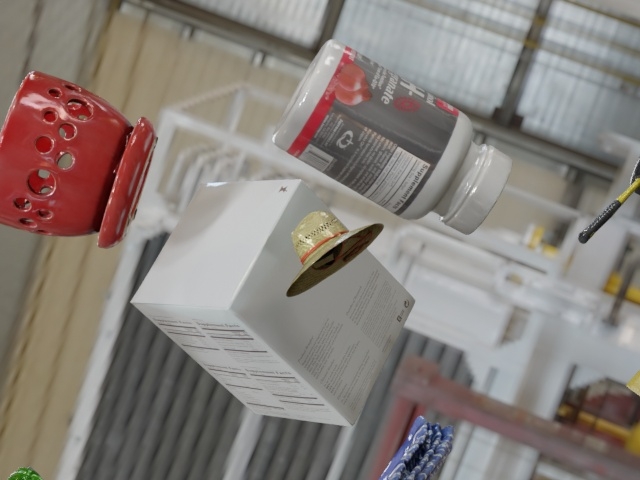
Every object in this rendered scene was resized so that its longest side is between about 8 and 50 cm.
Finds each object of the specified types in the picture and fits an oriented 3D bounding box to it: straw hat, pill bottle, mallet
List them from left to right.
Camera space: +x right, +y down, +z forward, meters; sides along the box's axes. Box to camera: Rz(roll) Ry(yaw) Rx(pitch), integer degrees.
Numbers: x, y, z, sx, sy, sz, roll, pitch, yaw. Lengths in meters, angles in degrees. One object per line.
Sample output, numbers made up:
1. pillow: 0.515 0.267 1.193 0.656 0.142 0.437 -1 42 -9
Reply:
1. straw hat: 0.000 0.000 1.775 0.144 0.061 0.144 -35 -11 -8
2. pill bottle: 0.106 -0.138 2.184 0.176 0.318 0.176 -59 7 13
3. mallet: 0.403 -0.059 2.040 0.189 0.039 0.062 -37 -27 -41

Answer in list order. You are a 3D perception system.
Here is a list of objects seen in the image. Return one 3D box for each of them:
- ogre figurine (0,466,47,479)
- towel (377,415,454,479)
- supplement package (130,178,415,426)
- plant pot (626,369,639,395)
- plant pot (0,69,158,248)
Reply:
1. ogre figurine: -0.401 0.352 1.942 0.197 0.118 0.097 -39 -42 -12
2. towel: -0.002 0.251 1.154 0.243 0.040 0.336 -51 -8 10
3. supplement package: -0.057 0.079 1.956 0.263 0.198 0.199 46 -120 -34
4. plant pot: 0.401 0.153 1.675 0.083 0.081 0.081 -56 -29 7
5. plant pot: -0.298 -0.092 1.844 0.191 0.174 0.191 -162 90 -87
